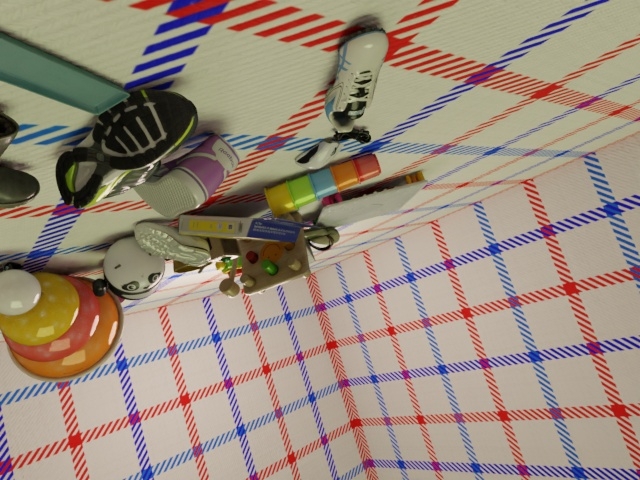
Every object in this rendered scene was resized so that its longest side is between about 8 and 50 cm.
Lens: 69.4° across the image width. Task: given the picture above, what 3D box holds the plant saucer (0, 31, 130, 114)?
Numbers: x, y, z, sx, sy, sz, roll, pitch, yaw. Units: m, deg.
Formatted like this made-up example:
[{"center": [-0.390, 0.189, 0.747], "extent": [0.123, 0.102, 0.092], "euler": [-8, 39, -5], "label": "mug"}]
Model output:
[{"center": [-0.332, -0.203, 0.574], "extent": [0.067, 0.018, 0.192], "euler": [-21, 169, 20], "label": "plant saucer"}]

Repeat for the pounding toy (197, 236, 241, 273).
[{"center": [-0.345, 0.028, 1.532], "extent": [0.100, 0.141, 0.130], "euler": [-20, 170, 20], "label": "pounding toy"}]

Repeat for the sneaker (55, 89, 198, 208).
[{"center": [-0.301, -0.151, 0.748], "extent": [0.300, 0.111, 0.121], "euler": [-21, -173, 30], "label": "sneaker"}]

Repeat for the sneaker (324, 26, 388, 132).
[{"center": [0.062, -0.258, 0.764], "extent": [0.085, 0.086, 0.237], "euler": [-14, 169, -12], "label": "sneaker"}]

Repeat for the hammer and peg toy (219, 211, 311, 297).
[{"center": [-0.219, 0.055, 1.653], "extent": [0.362, 0.265, 0.127], "euler": [-20, 148, 17], "label": "hammer and peg toy"}]

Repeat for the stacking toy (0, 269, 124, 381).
[{"center": [-0.793, 0.200, 1.334], "extent": [0.351, 0.350, 0.479], "euler": [-15, 159, -17], "label": "stacking toy"}]

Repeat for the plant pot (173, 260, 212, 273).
[{"center": [-0.452, 0.050, 1.603], "extent": [0.134, 0.095, 0.134], "euler": [-17, 172, -3], "label": "plant pot"}]

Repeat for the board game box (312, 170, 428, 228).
[{"center": [0.169, -0.139, 1.778], "extent": [0.391, 0.050, 0.390], "euler": [-15, 171, -10], "label": "board game box"}]

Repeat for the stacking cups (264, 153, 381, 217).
[{"center": [0.009, -0.155, 1.262], "extent": [0.317, 0.095, 0.096], "euler": [-20, 171, 6], "label": "stacking cups"}]

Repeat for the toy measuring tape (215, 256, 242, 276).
[{"center": [-0.341, 0.100, 2.064], "extent": [0.122, 0.121, 0.330], "euler": [-25, 168, 38], "label": "toy measuring tape"}]

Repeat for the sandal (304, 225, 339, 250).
[{"center": [-0.002, 0.000, 1.863], "extent": [0.120, 0.086, 0.303], "euler": [-19, 171, 16], "label": "sandal"}]

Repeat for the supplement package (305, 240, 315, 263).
[{"center": [-0.104, 0.027, 1.882], "extent": [0.105, 0.105, 0.179], "euler": [-22, 147, 4], "label": "supplement package"}]

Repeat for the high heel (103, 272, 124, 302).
[{"center": [-0.753, 0.135, 1.667], "extent": [0.378, 0.127, 0.181], "euler": [-20, 143, 40], "label": "high heel"}]

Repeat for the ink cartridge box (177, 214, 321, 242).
[{"center": [-0.197, -0.031, 1.365], "extent": [0.308, 0.072, 0.304], "euler": [6, 179, 23], "label": "ink cartridge box"}]

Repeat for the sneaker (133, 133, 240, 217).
[{"center": [-0.255, -0.130, 0.902], "extent": [0.282, 0.102, 0.161], "euler": [4, -133, 46], "label": "sneaker"}]

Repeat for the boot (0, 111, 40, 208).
[{"center": [-0.479, -0.121, 0.669], "extent": [0.209, 0.075, 0.190], "euler": [-32, 166, 35], "label": "boot"}]

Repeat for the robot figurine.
[{"center": [-0.559, 0.090, 1.392], "extent": [0.174, 0.208, 0.278], "euler": [23, 157, -15], "label": "robot figurine"}]

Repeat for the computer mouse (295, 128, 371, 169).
[{"center": [0.021, -0.210, 1.102], "extent": [0.193, 0.042, 0.106], "euler": [-25, 169, 40], "label": "computer mouse"}]

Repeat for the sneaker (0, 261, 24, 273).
[{"center": [-0.850, 0.078, 1.238], "extent": [0.069, 0.038, 0.098], "euler": [-25, 177, 34], "label": "sneaker"}]

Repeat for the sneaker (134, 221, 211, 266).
[{"center": [-0.424, -0.004, 1.329], "extent": [0.090, 0.094, 0.235], "euler": [-35, 138, 25], "label": "sneaker"}]
